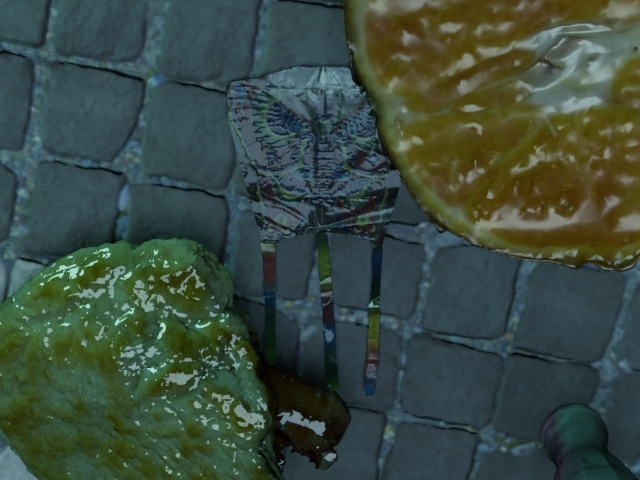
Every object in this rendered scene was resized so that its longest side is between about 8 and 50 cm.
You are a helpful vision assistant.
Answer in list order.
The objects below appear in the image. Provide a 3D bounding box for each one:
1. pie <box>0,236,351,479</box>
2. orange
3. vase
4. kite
[{"bbox_3d":[-0.141,0.132,1.083,0.257,0.105,0.274,-36,102,22],"label":"pie"},{"bbox_3d":[0.151,-0.147,0.912,0.274,0.274,0.310,-27,146,9],"label":"orange"},{"bbox_3d":[0.212,0.194,1.041,0.086,0.214,0.086,1,106,2],"label":"vase"},{"bbox_3d":[0.000,0.000,1.086,0.152,0.015,0.286,2,107,3],"label":"kite"}]
